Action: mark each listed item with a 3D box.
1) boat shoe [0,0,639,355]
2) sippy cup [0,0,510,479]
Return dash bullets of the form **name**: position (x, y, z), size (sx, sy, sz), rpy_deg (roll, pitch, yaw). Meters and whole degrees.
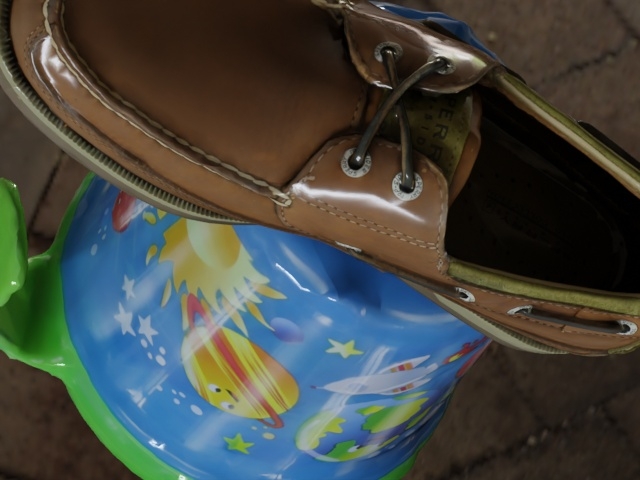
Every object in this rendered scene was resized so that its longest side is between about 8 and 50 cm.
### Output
- **boat shoe**: position (0.027, -0.043, 0.711), size (0.307, 0.104, 0.111), rpy_deg (22, 78, -28)
- **sippy cup**: position (0.000, 0.000, 0.921), size (0.240, 0.224, 0.305), rpy_deg (48, 61, 3)
